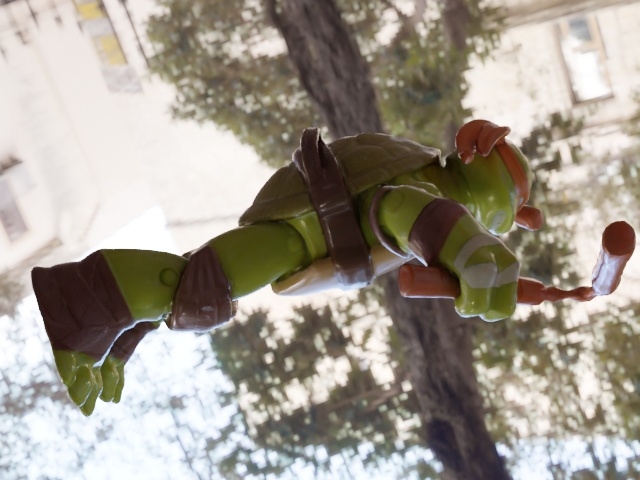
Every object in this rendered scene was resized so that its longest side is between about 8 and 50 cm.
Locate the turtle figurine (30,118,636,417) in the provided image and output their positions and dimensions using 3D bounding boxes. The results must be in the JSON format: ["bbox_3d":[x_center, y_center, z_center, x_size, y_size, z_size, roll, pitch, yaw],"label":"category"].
[{"bbox_3d":[0.000,0.000,0.476,0.217,0.087,0.269,-20,-171,-4],"label":"turtle figurine"}]
